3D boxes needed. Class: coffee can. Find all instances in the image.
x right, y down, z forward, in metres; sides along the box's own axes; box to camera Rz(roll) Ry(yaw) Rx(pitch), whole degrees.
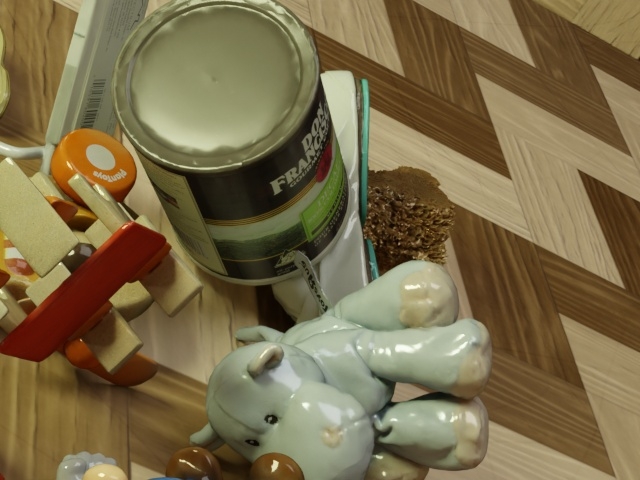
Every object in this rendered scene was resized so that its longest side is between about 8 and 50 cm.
[{"bbox_3d":[-0.083,-0.099,1.884,0.201,0.201,0.275,48,-10,23],"label":"coffee can"}]

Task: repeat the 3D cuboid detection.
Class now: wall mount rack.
[{"bbox_3d":[-0.253,-0.206,1.955,0.130,0.350,0.304,22,13,18],"label":"wall mount rack"}]

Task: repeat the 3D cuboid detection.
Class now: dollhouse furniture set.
[{"bbox_3d":[-0.230,0.078,1.503,0.135,0.259,0.262,49,7,19],"label":"dollhouse furniture set"}]

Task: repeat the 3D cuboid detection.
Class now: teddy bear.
[{"bbox_3d":[-0.008,-0.040,2.211,0.338,0.113,0.245,1,35,-40],"label":"teddy bear"}]

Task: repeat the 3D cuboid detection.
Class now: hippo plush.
[{"bbox_3d":[0.011,0.126,1.775,0.294,0.234,0.236,47,26,19],"label":"hippo plush"}]

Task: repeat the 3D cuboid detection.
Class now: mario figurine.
[{"bbox_3d":[-0.133,0.214,1.502,0.170,0.198,0.320,55,24,8],"label":"mario figurine"}]

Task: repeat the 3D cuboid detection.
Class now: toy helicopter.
[{"bbox_3d":[-0.286,0.042,1.714,0.355,0.140,0.235,-13,63,-45],"label":"toy helicopter"}]

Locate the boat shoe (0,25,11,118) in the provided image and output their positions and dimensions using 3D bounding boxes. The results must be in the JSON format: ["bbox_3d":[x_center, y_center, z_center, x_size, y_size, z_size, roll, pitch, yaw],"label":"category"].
[{"bbox_3d":[-0.381,-0.197,2.028,0.060,0.064,0.178,20,33,-32],"label":"boat shoe"}]

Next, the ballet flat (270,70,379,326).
[{"bbox_3d":[0.000,0.000,2.043,0.139,0.139,0.400,15,62,-39],"label":"ballet flat"}]
